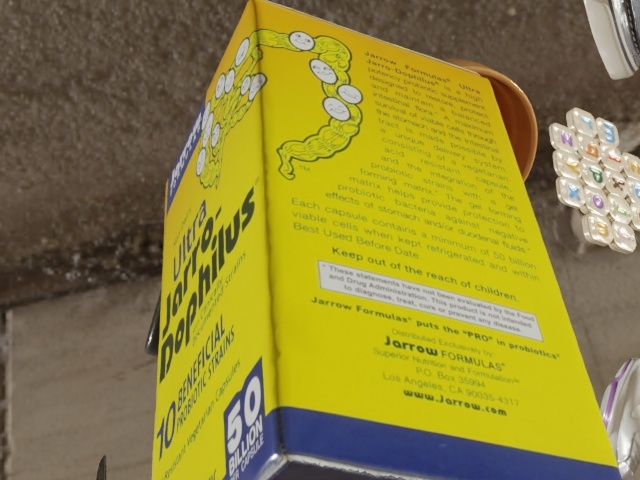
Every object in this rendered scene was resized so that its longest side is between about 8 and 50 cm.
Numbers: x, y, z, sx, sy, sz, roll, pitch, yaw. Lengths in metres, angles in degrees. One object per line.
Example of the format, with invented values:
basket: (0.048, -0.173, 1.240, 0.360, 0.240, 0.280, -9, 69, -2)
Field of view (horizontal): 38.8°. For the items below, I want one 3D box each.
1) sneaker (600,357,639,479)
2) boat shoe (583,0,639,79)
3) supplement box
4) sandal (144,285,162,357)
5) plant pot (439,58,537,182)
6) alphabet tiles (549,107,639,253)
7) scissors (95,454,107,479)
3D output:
sneaker: (0.553, 0.356, 1.565, 0.152, 0.305, 0.114, 6, 180, 14)
boat shoe: (0.392, -0.375, 1.099, 0.158, 0.340, 0.127, -10, -166, 25)
supplement box: (0.014, 0.043, 0.586, 0.195, 0.356, 0.194, 15, 133, -21)
sandal: (-0.167, -0.021, 1.444, 0.107, 0.445, 0.167, 17, -174, -10)
plant pot: (0.186, -0.180, 1.528, 0.291, 0.203, 0.290, -8, 120, -14)
alphabet tiles: (0.547, -0.118, 1.777, 0.278, 0.284, 0.021, 14, 153, -33)
scissors: (-0.215, 0.351, 0.880, 0.109, 0.297, 0.021, 22, 132, -8)
